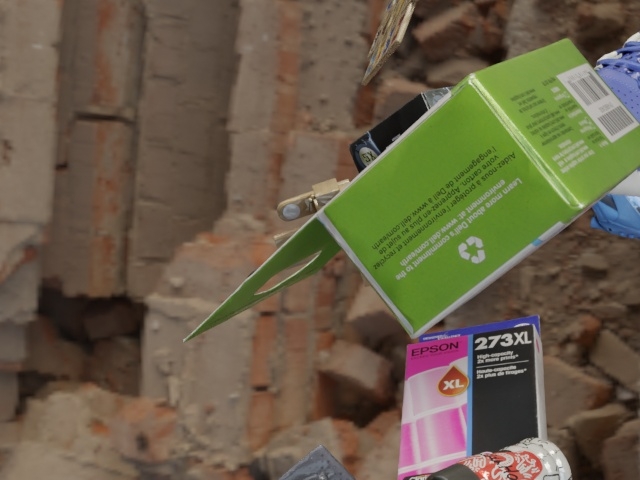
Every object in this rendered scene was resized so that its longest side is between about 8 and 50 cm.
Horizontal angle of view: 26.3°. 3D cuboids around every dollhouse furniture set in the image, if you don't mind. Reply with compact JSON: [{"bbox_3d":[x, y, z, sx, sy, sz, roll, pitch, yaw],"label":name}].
[{"bbox_3d":[0.000,0.000,1.812,0.123,0.144,0.151,-18,32,1],"label":"dollhouse furniture set"}]

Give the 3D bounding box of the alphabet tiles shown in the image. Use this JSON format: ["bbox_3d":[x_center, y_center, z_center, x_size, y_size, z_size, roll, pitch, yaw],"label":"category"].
[{"bbox_3d":[0.129,-0.367,1.876,0.011,0.342,0.285,22,79,-6],"label":"alphabet tiles"}]

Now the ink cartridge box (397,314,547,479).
[{"bbox_3d":[0.197,0.205,1.751,0.176,0.371,0.069,-11,121,14],"label":"ink cartridge box"}]

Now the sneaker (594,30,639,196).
[{"bbox_3d":[0.286,-0.153,1.044,0.127,0.316,0.182,31,126,43],"label":"sneaker"}]

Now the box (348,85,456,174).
[{"bbox_3d":[0.151,-0.124,1.646,0.147,0.180,0.077,-33,76,48],"label":"box"}]

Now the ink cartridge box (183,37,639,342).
[{"bbox_3d":[0.065,0.000,0.847,0.255,0.189,0.097,-43,82,29],"label":"ink cartridge box"}]

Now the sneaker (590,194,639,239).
[{"bbox_3d":[0.362,-0.028,1.545,0.209,0.069,0.082,37,105,11],"label":"sneaker"}]

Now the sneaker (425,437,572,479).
[{"bbox_3d":[0.145,0.285,1.271,0.090,0.145,0.270,55,146,32],"label":"sneaker"}]

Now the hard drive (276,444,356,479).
[{"bbox_3d":[-0.040,0.413,1.819,0.254,0.054,0.172,-45,97,-11],"label":"hard drive"}]
